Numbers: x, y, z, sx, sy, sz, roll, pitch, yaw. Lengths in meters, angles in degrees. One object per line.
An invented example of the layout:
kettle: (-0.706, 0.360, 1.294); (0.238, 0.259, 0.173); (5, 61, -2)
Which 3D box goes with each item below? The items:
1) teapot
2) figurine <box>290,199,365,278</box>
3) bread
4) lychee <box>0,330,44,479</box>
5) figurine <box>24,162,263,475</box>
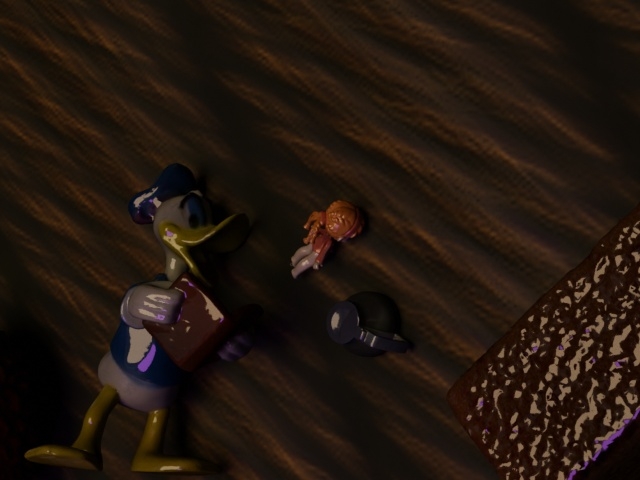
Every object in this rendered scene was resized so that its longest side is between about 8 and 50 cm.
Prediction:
teapot: (0.045, 0.087, 1.521); (0.088, 0.057, 0.066); (32, 106, 39)
figurine: (0.000, 0.000, 1.580); (0.109, 0.047, 0.064); (-44, 36, 35)
bread: (0.295, 0.057, 1.277); (0.416, 0.113, 0.165); (-48, 58, 24)
lychee: (-0.460, 0.206, 1.811); (0.300, 0.264, 0.264); (43, 113, 15)
figurine: (-0.172, 0.067, 1.629); (0.283, 0.205, 0.338); (144, 134, -60)
